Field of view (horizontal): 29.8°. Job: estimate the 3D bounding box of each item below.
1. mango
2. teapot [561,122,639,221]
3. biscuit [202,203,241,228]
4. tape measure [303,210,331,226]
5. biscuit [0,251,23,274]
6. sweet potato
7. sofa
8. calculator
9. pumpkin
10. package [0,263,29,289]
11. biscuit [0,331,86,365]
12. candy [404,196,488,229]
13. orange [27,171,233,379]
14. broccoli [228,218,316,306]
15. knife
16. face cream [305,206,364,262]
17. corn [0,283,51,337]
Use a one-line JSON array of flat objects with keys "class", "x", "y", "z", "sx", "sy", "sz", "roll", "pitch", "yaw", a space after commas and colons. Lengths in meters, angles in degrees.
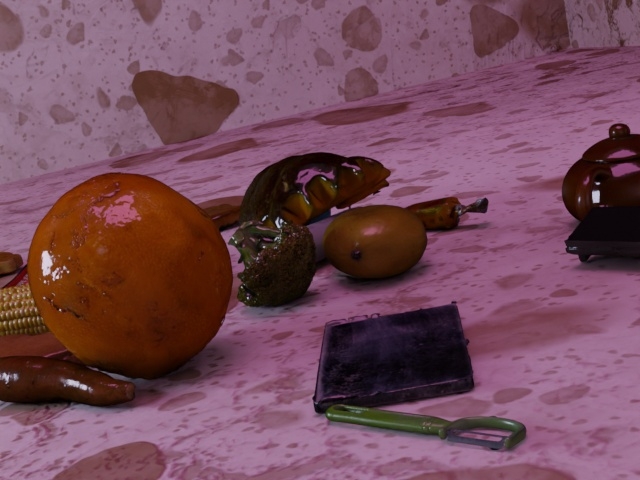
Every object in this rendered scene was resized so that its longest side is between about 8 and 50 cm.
[{"class": "mango", "x": 0.068, "y": -0.001, "z": 1.649, "sx": 0.137, "sy": 0.091, "sz": 0.237, "roll": -8, "pitch": 5, "yaw": -9}, {"class": "teapot", "x": 0.404, "y": -0.089, "z": 1.631, "sx": 0.178, "sy": 0.135, "sz": 0.252, "roll": -7, "pitch": 12, "yaw": 39}, {"class": "biscuit", "x": -0.249, "y": -0.031, "z": 2.206, "sx": 0.229, "sy": 0.031, "sz": 0.176, "roll": -2, "pitch": 15, "yaw": 44}, {"class": "tape measure", "x": -0.047, "y": -0.039, "z": 1.942, "sx": 0.125, "sy": 0.081, "sz": 0.146, "roll": 6, "pitch": 21, "yaw": 24}, {"class": "biscuit", "x": -0.649, "y": 0.058, "z": 2.152, "sx": 0.226, "sy": 0.036, "sz": 0.166, "roll": -13, "pitch": 13, "yaw": -19}, {"class": "sweet potato", "x": -0.307, "y": 0.157, "z": 1.349, "sx": 0.265, "sy": 0.057, "sz": 0.057, "roll": -2, "pitch": 15, "yaw": 31}, {"class": "sofa", "x": 0.378, "y": 0.004, "z": 1.441, "sx": 0.147, "sy": 0.060, "sz": 0.085, "roll": 1, "pitch": 34, "yaw": 45}, {"class": "calculator", "x": 0.076, "y": 0.118, "z": 1.253, "sx": 0.161, "sy": 0.021, "sz": 0.261, "roll": -10, "pitch": 13, "yaw": 6}, {"class": "pumpkin", "x": -0.025, "y": -0.095, "z": 1.833, "sx": 0.254, "sy": 0.149, "sz": 0.130, "roll": -31, "pitch": -21, "yaw": -18}, {"class": "package", "x": -0.354, "y": 0.052, "z": 1.821, "sx": 0.269, "sy": 0.071, "sz": 0.194, "roll": 3, "pitch": 27, "yaw": 43}, {"class": "biscuit", "x": -0.354, "y": 0.136, "z": 1.531, "sx": 0.192, "sy": 0.036, "sz": 0.186, "roll": -14, "pitch": 11, "yaw": -17}, {"class": "candy", "x": 0.175, "y": -0.038, "z": 1.819, "sx": 0.182, "sy": 0.046, "sz": 0.053, "roll": -9, "pitch": 15, "yaw": 34}, {"class": "orange", "x": -0.217, "y": 0.040, "z": 1.375, "sx": 0.240, "sy": 0.240, "sz": 0.240, "roll": -11, "pitch": 12, "yaw": 2}, {"class": "broccoli", "x": -0.064, "y": 0.027, "z": 1.567, "sx": 0.131, "sy": 0.120, "sz": 0.130, "roll": -51, "pitch": -6, "yaw": -15}, {"class": "knife", "x": 0.091, "y": 0.159, "z": 1.064, "sx": 0.212, "sy": 0.015, "sz": 0.054, "roll": 0, "pitch": 16, "yaw": 41}, {"class": "face cream", "x": 0.000, "y": 0.000, "z": 1.775, "sx": 0.084, "sy": 0.057, "sz": 0.198, "roll": -16, "pitch": 4, "yaw": 43}, {"class": "corn", "x": -0.363, "y": 0.092, "z": 1.626, "sx": 0.249, "sy": 0.081, "sz": 0.081, "roll": -9, "pitch": 12, "yaw": 9}]
